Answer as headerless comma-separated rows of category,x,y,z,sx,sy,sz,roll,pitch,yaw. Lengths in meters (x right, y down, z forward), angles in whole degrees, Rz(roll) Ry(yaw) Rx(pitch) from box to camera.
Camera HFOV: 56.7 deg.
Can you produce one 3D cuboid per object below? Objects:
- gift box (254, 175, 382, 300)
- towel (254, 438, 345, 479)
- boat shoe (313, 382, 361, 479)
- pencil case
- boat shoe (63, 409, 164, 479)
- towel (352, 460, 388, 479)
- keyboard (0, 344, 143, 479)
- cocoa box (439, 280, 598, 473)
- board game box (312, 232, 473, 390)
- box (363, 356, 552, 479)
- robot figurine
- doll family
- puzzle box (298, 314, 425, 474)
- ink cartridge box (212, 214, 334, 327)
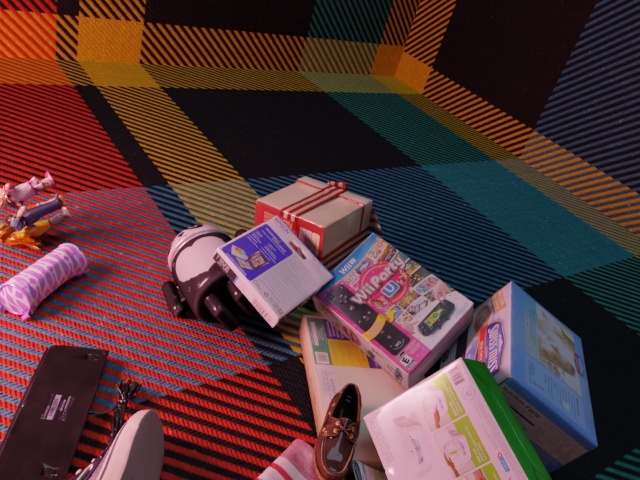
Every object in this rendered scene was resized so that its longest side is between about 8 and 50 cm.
gift box,0.000,0.000,1.577,0.276,0.255,0.258,27,34,24
towel,-0.036,0.482,0.956,0.237,0.037,0.329,37,29,17
boat shoe,0.036,0.355,1.113,0.073,0.073,0.207,21,32,-4
pencil case,-0.603,0.084,1.303,0.088,0.086,0.206,51,33,-12
boat shoe,-0.361,0.388,0.927,0.158,0.127,0.340,-10,15,3
towel,0.132,0.466,1.081,0.152,0.023,0.113,28,20,-22
keyboard,-0.443,0.316,1.078,0.201,0.033,0.317,9,34,-9
cocoa box,0.413,0.303,1.279,0.231,0.228,0.347,39,32,-5
board game box,0.161,0.154,1.365,0.224,0.097,0.303,-43,58,-17
box,0.237,0.378,1.038,0.126,0.231,0.262,22,35,-51
robot figurine,-0.252,0.080,1.394,0.209,0.174,0.278,-7,40,-34
doll family,-0.674,-0.050,1.381,0.163,0.263,0.118,-31,87,-22
puzzle box,0.110,0.327,1.311,0.272,0.052,0.409,8,33,-15
ink cartridge box,-0.102,0.062,1.331,0.206,0.045,0.208,48,44,9
